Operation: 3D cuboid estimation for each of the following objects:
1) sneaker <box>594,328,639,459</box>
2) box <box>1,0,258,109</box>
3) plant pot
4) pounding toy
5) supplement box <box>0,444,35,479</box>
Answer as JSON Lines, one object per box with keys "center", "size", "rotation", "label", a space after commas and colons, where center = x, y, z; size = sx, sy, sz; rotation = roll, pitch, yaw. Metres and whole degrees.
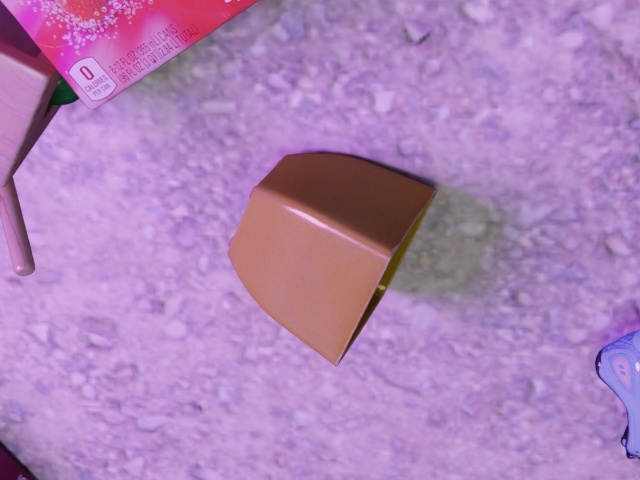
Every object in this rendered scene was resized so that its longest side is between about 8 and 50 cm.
{"center": [0.210, 0.109, 0.829], "size": [0.073, 0.063, 0.162], "rotation": [-16, 114, 41], "label": "sneaker"}
{"center": [-0.033, -0.187, 0.641], "size": [0.257, 0.122, 0.128], "rotation": [-28, 112, 26], "label": "box"}
{"center": [0.000, 0.000, 0.782], "size": [0.083, 0.081, 0.081], "rotation": [29, 124, 6], "label": "plant pot"}
{"center": [-0.173, -0.080, 0.733], "size": [0.141, 0.130, 0.100], "rotation": [27, 123, -6], "label": "pounding toy"}
{"center": [-0.274, 0.140, 0.910], "size": [0.081, 0.104, 0.188], "rotation": [-29, 112, 25], "label": "supplement box"}
